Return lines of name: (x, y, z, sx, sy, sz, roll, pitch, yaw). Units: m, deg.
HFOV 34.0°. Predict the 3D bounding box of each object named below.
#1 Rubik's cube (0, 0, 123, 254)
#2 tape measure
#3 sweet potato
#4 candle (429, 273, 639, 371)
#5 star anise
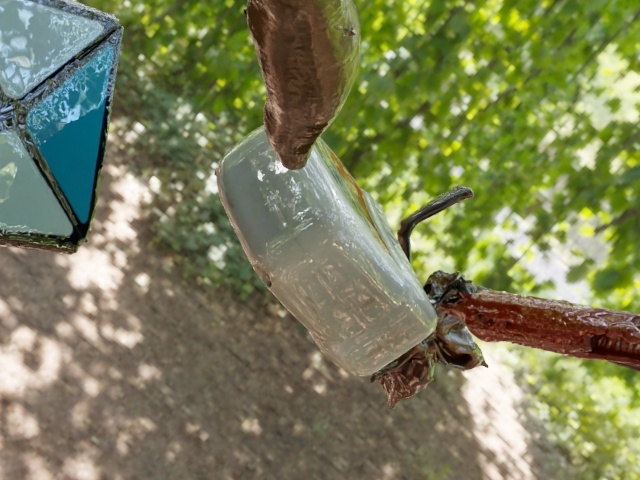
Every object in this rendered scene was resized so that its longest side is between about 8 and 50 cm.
Rubik's cube: (-0.371, -0.131, 1.015, 0.246, 0.250, 0.248, 10, 2, 37)
tape measure: (0.000, 0.000, 1.089, 0.265, 0.130, 0.258, 47, 13, -37)
sweet potato: (-0.010, -0.123, 0.706, 0.077, 0.077, 0.243, 44, -15, 18)
candle: (0.222, 0.082, 1.002, 0.302, 0.059, 0.084, 10, -27, 46)
star anise: (0.161, 0.090, 1.506, 0.237, 0.346, 0.148, 10, 4, -35)
